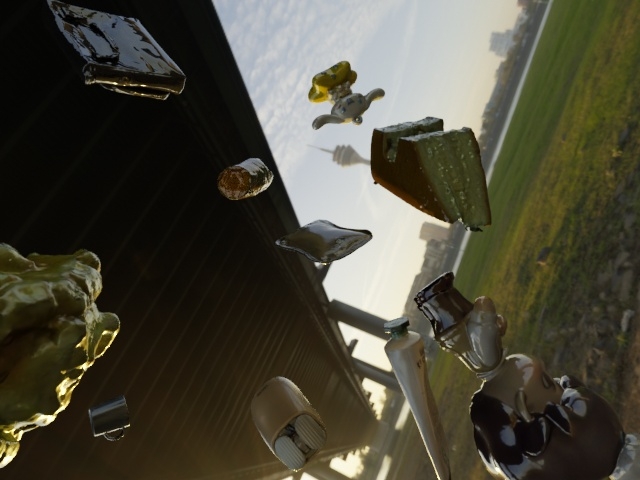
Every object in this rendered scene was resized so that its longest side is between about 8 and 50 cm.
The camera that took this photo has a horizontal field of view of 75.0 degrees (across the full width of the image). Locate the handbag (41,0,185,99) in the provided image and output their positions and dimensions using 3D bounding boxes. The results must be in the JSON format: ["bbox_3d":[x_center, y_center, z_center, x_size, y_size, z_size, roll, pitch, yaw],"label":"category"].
[{"bbox_3d":[-0.476,-0.434,0.960,0.244,0.275,0.088,-14,-30,-51],"label":"handbag"}]

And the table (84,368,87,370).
[{"bbox_3d":[-0.816,0.304,1.294,0.172,0.169,0.192,129,151,-74],"label":"table"}]

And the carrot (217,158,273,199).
[{"bbox_3d":[-0.158,-0.136,0.908,0.173,0.082,0.082,-55,-19,-74],"label":"carrot"}]

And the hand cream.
[{"bbox_3d":[0.197,0.312,0.803,0.335,0.076,0.121,71,-159,-4],"label":"hand cream"}]

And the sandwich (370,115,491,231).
[{"bbox_3d":[0.178,-0.113,0.662,0.235,0.122,0.128,-129,34,-57],"label":"sandwich"}]

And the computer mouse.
[{"bbox_3d":[-0.088,0.458,1.069,0.145,0.236,0.082,-42,-38,-6],"label":"computer mouse"}]

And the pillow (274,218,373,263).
[{"bbox_3d":[0.000,-0.001,0.825,0.130,0.218,0.033,-28,-65,-22],"label":"pillow"}]

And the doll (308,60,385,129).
[{"bbox_3d":[0.032,-0.239,0.723,0.135,0.113,0.071,-52,-10,-12],"label":"doll"}]

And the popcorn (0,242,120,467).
[{"bbox_3d":[-0.439,0.141,0.567,0.335,0.275,0.278,176,99,-84],"label":"popcorn"}]

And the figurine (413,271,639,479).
[{"bbox_3d":[0.310,0.213,0.673,0.207,0.364,0.218,-18,-17,-11],"label":"figurine"}]

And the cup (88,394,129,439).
[{"bbox_3d":[-0.515,0.441,1.020,0.077,0.078,0.100,-11,-89,-36],"label":"cup"}]
